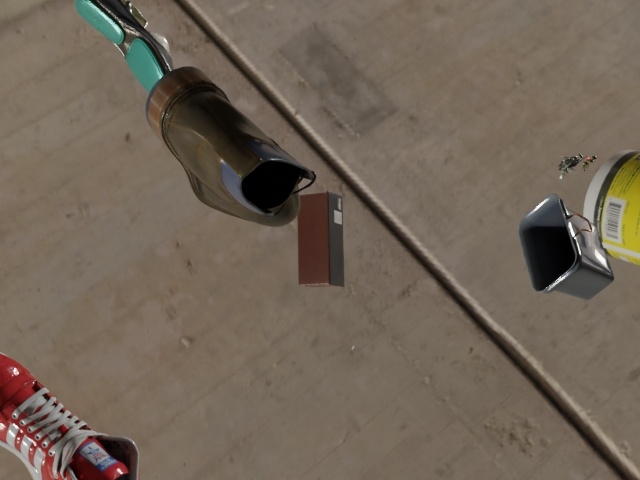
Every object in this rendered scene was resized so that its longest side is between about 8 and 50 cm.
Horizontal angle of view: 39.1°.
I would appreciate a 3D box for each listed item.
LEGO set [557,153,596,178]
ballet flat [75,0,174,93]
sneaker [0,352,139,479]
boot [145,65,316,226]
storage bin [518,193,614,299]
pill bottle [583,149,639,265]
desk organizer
[{"bbox_3d":[0.395,-0.123,1.412,0.023,0.083,0.054,47,-123,-11],"label":"LEGO set"},{"bbox_3d":[-0.263,-0.291,1.300,0.203,0.074,0.074,47,-114,-1],"label":"ballet flat"},{"bbox_3d":[-0.140,0.104,0.479,0.042,0.067,0.118,-42,-77,-42],"label":"sneaker"},{"bbox_3d":[-0.050,-0.040,0.714,0.082,0.219,0.106,-45,-121,1],"label":"boot"},{"bbox_3d":[0.345,0.012,1.235,0.091,0.098,0.135,20,-137,-26],"label":"storage bin"},{"bbox_3d":[0.609,-0.026,1.439,0.188,0.188,0.334,-40,-143,-23],"label":"pill bottle"},{"bbox_3d":[0.000,0.000,1.254,0.050,0.047,0.130,-5,-98,27],"label":"desk organizer"}]
